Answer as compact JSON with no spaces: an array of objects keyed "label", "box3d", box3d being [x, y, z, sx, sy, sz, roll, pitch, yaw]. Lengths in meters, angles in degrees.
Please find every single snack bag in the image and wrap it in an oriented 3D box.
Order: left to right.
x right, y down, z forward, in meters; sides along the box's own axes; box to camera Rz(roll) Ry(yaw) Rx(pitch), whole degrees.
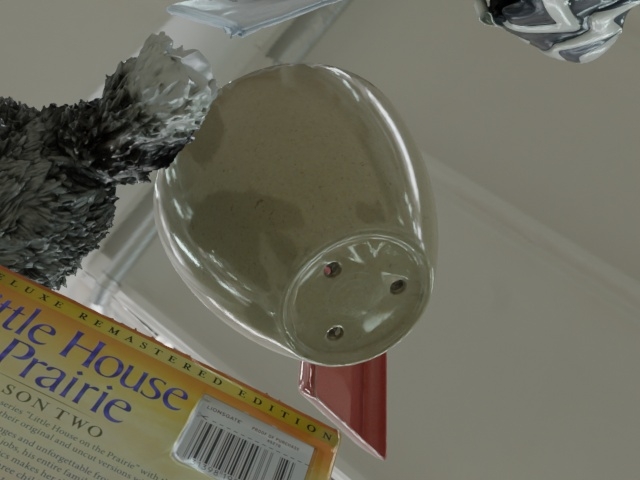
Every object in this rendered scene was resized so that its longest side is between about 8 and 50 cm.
[{"label":"snack bag","box3d":[-0.059,-0.419,1.346,0.342,0.037,0.323,-26,-149,-21]}]

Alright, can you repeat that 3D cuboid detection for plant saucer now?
[{"label":"plant saucer","box3d":[0.035,0.182,1.284,0.047,0.258,0.259,-15,-130,22]}]

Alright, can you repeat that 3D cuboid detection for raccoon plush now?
[{"label":"raccoon plush","box3d":[-0.309,0.003,0.706,0.216,0.446,0.299,35,-133,-16]}]

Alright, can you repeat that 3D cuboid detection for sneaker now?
[{"label":"sneaker","box3d":[0.209,-0.243,0.640,0.153,0.235,0.094,3,-117,-26]}]

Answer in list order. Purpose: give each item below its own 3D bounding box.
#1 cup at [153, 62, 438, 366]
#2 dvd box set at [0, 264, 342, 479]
[{"label":"cup","box3d":[0.000,0.000,0.904,0.331,0.331,0.237,-28,-144,-4]},{"label":"dvd box set","box3d":[-0.172,0.191,0.434,0.307,0.062,0.420,26,-150,-1]}]
